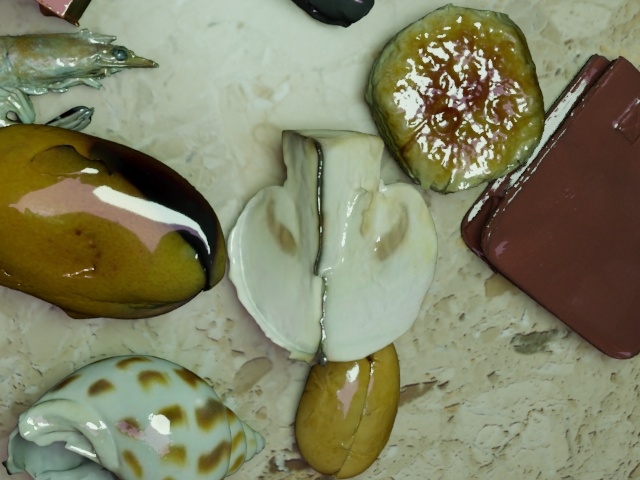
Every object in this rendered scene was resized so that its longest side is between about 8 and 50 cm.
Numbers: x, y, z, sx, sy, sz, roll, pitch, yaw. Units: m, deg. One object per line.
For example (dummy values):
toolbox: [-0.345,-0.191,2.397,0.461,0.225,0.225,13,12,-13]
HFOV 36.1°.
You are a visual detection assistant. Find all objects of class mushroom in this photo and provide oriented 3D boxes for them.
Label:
mushroom: [0.012,0.002,1.061,0.173,0.162,0.236,-1,93,-44]

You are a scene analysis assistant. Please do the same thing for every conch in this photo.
conch: [-0.182,0.208,1.048,0.275,0.148,0.183,31,137,-20]

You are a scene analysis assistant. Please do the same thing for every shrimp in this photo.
shrimp: [-0.277,-0.153,1.014,0.224,0.047,0.126,-6,110,-1]

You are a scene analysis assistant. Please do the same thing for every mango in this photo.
mango: [-0.235,-0.013,0.987,0.287,0.152,0.201,28,106,-16]

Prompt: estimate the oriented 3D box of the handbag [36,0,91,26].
handbag: [-0.275,-0.257,0.920,0.127,0.190,0.062,32,93,-13]

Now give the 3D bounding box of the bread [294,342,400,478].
bread: [0.034,0.187,1.116,0.114,0.077,0.189,13,101,-7]

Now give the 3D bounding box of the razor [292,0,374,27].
razor: [0.046,-0.397,0.985,0.204,0.113,0.349,33,94,-16]

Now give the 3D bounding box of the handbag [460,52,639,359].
handbag: [0.333,-0.034,1.116,0.260,0.084,0.275,35,93,-13]

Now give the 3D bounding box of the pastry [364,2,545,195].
pastry: [0.149,-0.152,1.057,0.182,0.093,0.192,-27,97,-2]
